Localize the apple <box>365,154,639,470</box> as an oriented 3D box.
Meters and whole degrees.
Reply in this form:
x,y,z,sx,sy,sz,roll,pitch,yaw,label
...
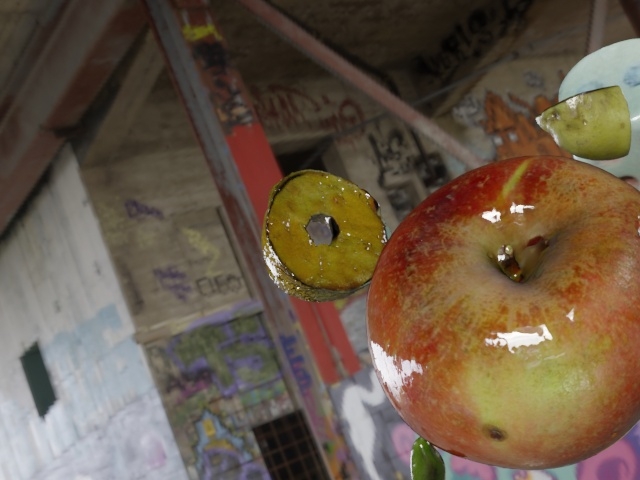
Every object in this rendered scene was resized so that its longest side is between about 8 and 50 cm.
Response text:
x,y,z,sx,sy,sz,roll,pitch,yaw,label
0.221,0.080,1.085,0.348,0.348,0.277,-23,-42,4,apple

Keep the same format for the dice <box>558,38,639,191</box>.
x,y,z,sx,sy,sz,roll,pitch,yaw,label
0.709,-0.272,2.254,0.262,0.265,0.268,-20,-45,29,dice

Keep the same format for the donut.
x,y,z,sx,sy,sz,roll,pitch,yaw,label
0.000,0.000,1.875,0.272,0.272,0.107,-15,-24,-29,donut

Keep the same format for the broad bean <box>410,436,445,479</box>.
x,y,z,sx,sy,sz,roll,pitch,yaw,label
0.130,0.355,1.281,0.069,0.227,0.039,8,14,-9,broad bean

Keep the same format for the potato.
x,y,z,sx,sy,sz,roll,pitch,yaw,label
0.475,-0.196,1.767,0.149,0.120,0.081,-17,-9,0,potato
